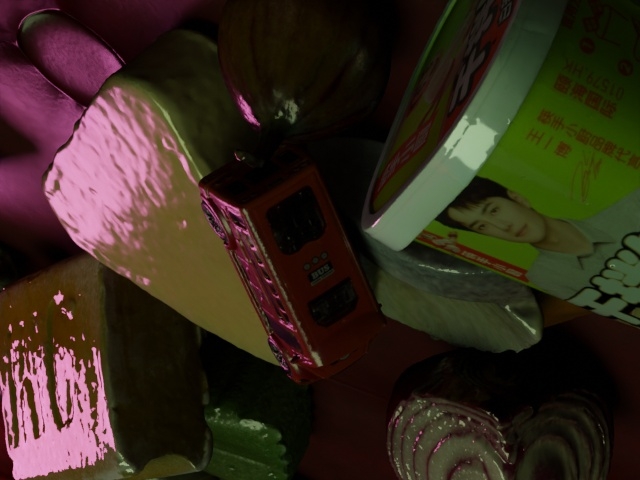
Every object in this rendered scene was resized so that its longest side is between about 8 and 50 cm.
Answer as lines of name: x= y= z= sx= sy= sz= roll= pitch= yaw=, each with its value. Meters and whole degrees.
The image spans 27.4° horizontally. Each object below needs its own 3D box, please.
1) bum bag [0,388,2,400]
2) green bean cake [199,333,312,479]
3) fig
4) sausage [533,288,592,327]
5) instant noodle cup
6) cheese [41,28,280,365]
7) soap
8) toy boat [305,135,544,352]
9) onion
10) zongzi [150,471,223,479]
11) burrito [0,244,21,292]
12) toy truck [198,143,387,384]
bum bag: x=-0.523 y=0.250 z=2.259 sx=0.197 sy=0.049 sz=0.087 roll=20 pitch=124 yaw=18
green bean cake: x=-0.138 y=0.234 z=1.831 sx=0.248 sy=0.125 sz=0.222 roll=19 pitch=146 yaw=14
fig: x=-0.010 y=-0.142 z=1.125 sx=0.149 sy=0.202 sz=0.148 roll=-9 pitch=161 yaw=-3
sausage: x=0.239 y=0.051 z=1.302 sx=0.062 sy=0.054 sz=0.183 roll=64 pitch=149 yaw=4
instant noodle cup: x=0.229 y=-0.067 z=0.952 sx=0.307 sy=0.294 sz=0.294 roll=26 pitch=150 yaw=-8
cheese: x=-0.117 y=-0.013 z=1.395 sx=0.384 sy=0.104 sz=0.384 roll=30 pitch=147 yaw=22
soap: x=-0.284 y=0.170 z=1.696 sx=0.156 sy=0.294 sz=0.335 roll=3 pitch=167 yaw=-36
toy boat: x=0.116 y=0.022 z=1.314 sx=0.276 sy=0.111 sz=0.293 roll=26 pitch=160 yaw=37
onion: x=0.196 y=0.213 z=1.447 sx=0.206 sy=0.207 sz=0.216 roll=19 pitch=120 yaw=45
zongzi: x=-0.148 y=0.377 z=2.006 sx=0.447 sy=0.181 sz=0.418 roll=12 pitch=145 yaw=24
burrito: x=-0.494 y=0.079 z=1.942 sx=0.144 sy=0.089 sz=0.229 roll=41 pitch=150 yaw=10
toy truck: x=-0.015 y=0.033 z=1.250 sx=0.114 sy=0.107 sz=0.253 roll=34 pitch=152 yaw=57
